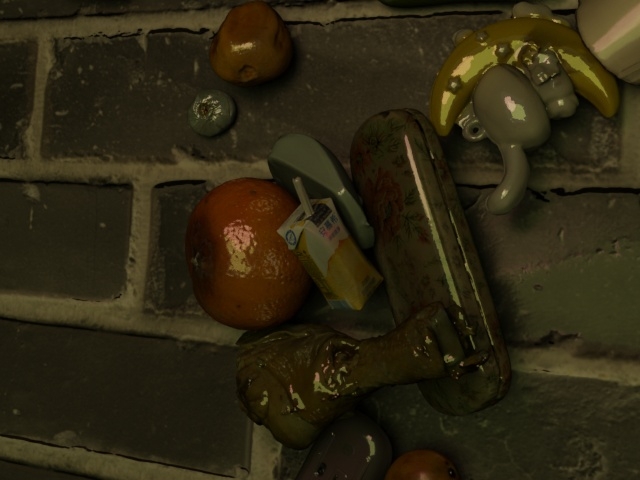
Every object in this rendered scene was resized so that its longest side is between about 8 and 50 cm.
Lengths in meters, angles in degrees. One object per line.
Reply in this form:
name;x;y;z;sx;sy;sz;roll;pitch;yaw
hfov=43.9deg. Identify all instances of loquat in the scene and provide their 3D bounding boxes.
loquat;-0.107;-0.302;1.217;0.137;0.113;0.137;-16;61;32

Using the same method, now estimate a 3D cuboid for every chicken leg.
chicken leg;0.035;0.167;1.052;0.153;0.201;0.429;42;139;-22

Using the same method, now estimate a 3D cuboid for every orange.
orange;-0.109;0.020;1.148;0.224;0.170;0.224;5;96;54

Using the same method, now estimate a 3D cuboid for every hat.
hat;0.444;-0.322;0.969;0.275;0.161;0.232;-38;70;19

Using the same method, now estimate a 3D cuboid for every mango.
mango;0.135;0.366;1.092;0.111;0.089;0.163;16;103;35

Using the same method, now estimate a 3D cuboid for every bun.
bun;-0.177;-0.206;1.273;0.083;0.045;0.083;0;91;19

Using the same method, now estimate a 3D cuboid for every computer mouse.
computer mouse;0.021;0.354;1.152;0.120;0.057;0.232;31;100;29
computer mouse;0.008;-0.079;1.127;0.079;0.128;0.231;-39;47;-12

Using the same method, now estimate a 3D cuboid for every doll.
doll;0.262;-0.191;1.061;0.237;0.111;0.252;-33;73;2

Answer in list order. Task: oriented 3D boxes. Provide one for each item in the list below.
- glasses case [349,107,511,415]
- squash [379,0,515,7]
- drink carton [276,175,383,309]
glasses case;0.143;0.026;1.081;0.156;0.098;0.425;-33;71;58
squash;0.198;-0.365;1.114;0.258;0.069;0.069;5;89;26
drink carton;0.000;0.000;1.049;0.074;0.084;0.200;-3;127;51
